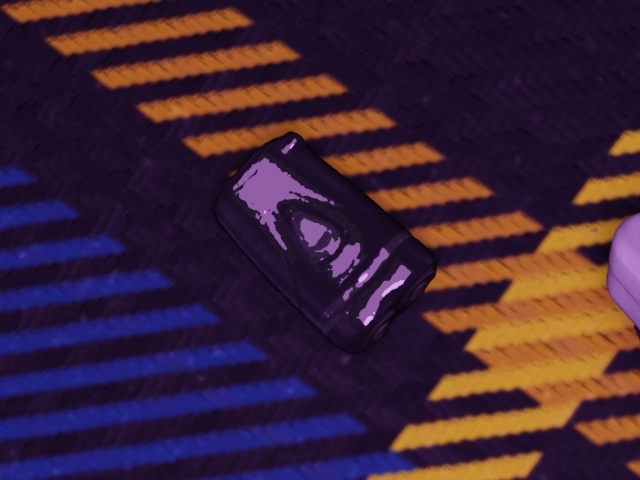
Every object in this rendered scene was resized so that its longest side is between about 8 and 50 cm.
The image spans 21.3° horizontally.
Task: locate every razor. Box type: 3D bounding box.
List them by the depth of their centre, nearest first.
[{"bbox_3d":[0.000,0.000,1.140,0.148,0.054,0.090,43,85,12],"label":"razor"}]

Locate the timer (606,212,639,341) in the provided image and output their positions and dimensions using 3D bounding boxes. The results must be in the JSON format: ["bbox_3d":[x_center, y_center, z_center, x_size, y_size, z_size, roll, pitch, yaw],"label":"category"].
[{"bbox_3d":[0.307,0.064,1.036,0.178,0.078,0.253,-19,48,-20],"label":"timer"}]
